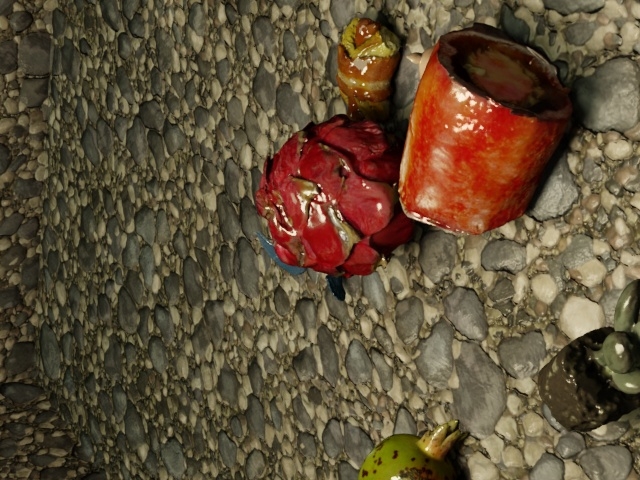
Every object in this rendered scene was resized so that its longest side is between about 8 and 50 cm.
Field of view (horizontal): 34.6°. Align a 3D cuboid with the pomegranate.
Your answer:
[{"bbox_3d":[0.194,0.455,2.004,0.198,0.246,0.198,47,170,11],"label":"pomegranate"}]

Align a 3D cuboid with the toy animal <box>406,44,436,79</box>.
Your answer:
[{"bbox_3d":[0.229,-0.292,1.822,0.150,0.083,0.089,49,152,12],"label":"toy animal"}]

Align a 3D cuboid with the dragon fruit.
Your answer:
[{"bbox_3d":[0.034,-0.079,1.941,0.329,0.329,0.329,18,113,51],"label":"dragon fruit"}]

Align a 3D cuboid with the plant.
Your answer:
[{"bbox_3d":[0.458,0.185,1.577,0.146,0.149,0.274,47,138,15],"label":"plant"}]

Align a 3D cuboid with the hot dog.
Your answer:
[{"bbox_3d":[0.082,-0.327,1.994,0.146,0.103,0.213,30,123,46],"label":"hot dog"}]

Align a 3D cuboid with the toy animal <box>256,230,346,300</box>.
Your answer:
[{"bbox_3d":[0.000,0.000,2.160,0.239,0.255,0.176,-25,44,13],"label":"toy animal"}]

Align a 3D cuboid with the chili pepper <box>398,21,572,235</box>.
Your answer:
[{"bbox_3d":[0.269,-0.173,1.719,0.251,0.229,0.305,19,136,9],"label":"chili pepper"}]
